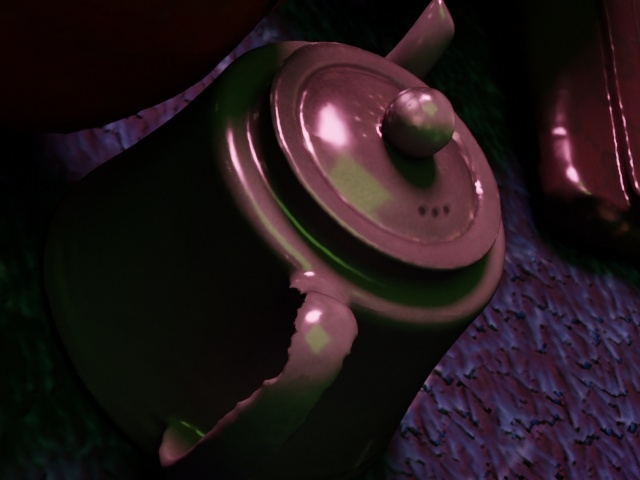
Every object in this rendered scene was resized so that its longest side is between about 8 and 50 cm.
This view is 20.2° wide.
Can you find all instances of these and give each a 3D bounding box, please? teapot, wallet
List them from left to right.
[{"bbox_3d":[0.000,0.000,0.661,0.162,0.149,0.239,37,39,-11],"label":"teapot"},{"bbox_3d":[0.174,-0.079,0.961,0.182,0.049,0.229,22,46,-29],"label":"wallet"}]

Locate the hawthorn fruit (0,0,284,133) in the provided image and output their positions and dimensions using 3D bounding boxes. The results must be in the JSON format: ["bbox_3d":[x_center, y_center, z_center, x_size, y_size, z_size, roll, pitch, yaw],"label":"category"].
[{"bbox_3d":[-0.124,-0.185,0.584,0.276,0.276,0.307,59,11,17],"label":"hawthorn fruit"}]
